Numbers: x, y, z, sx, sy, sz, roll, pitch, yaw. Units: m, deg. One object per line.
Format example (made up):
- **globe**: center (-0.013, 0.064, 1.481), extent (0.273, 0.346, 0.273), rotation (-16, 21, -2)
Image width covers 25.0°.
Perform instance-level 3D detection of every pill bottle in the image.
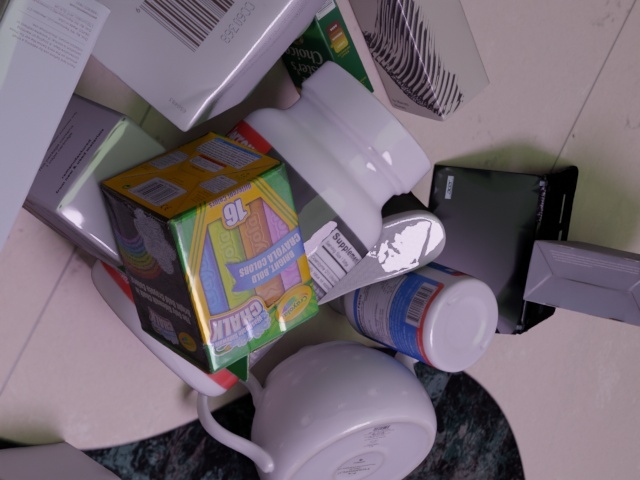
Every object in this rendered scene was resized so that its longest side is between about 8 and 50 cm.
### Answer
- **pill bottle**: center (-0.063, -0.017, 1.623), extent (0.363, 0.210, 0.210), rotation (-45, 129, -2)
- **pill bottle**: center (0.109, 0.079, 1.838), extent (0.124, 0.221, 0.124), rotation (-13, 112, -35)

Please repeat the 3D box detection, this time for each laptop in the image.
- **laptop**: center (0.257, 0.005, 2.077), extent (0.264, 0.136, 0.234), rotation (-17, 118, -63)

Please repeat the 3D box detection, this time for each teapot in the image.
- **teapot**: center (0.009, 0.213, 1.832), extent (0.252, 0.187, 0.256), rotation (-32, 147, 7)

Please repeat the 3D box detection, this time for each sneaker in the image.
- **sneaker**: center (0.000, 0.000, 1.812), extent (0.295, 0.147, 0.105), rotation (-14, 116, -2)

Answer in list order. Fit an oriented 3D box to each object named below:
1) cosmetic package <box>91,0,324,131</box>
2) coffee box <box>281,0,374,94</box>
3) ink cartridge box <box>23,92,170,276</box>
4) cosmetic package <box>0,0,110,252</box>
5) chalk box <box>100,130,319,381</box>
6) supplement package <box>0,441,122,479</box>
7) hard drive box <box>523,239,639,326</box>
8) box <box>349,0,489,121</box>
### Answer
- **cosmetic package**: center (-0.091, -0.250, 1.434), extent (0.156, 0.385, 0.217), rotation (40, 100, -3)
- **coffee box**: center (-0.014, -0.246, 1.707), extent (0.040, 0.113, 0.184), rotation (-43, 128, -23)
- **ink cartridge box**: center (-0.234, -0.059, 1.476), extent (0.201, 0.278, 0.117), rotation (42, 79, -39)
- **cosmetic package**: center (-0.367, -0.118, 1.279), extent (0.097, 0.377, 0.284), rotation (28, 86, -40)
- **chalk box**: center (-0.096, 0.029, 1.346), extent (0.132, 0.132, 0.213), rotation (-29, 123, -27)
- **supplement package**: center (-0.326, 0.368, 1.628), extent (0.139, 0.134, 0.244), rotation (-1, 104, -40)
- **hard drive box**: center (0.413, 0.059, 2.055), extent (0.232, 0.181, 0.089), rotation (1, 101, -65)
- **box**: center (0.108, -0.290, 1.796), extent (0.094, 0.113, 0.275), rotation (-40, 124, -22)
